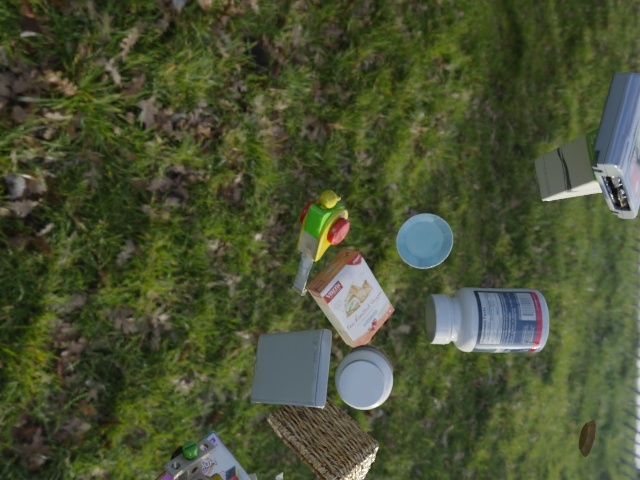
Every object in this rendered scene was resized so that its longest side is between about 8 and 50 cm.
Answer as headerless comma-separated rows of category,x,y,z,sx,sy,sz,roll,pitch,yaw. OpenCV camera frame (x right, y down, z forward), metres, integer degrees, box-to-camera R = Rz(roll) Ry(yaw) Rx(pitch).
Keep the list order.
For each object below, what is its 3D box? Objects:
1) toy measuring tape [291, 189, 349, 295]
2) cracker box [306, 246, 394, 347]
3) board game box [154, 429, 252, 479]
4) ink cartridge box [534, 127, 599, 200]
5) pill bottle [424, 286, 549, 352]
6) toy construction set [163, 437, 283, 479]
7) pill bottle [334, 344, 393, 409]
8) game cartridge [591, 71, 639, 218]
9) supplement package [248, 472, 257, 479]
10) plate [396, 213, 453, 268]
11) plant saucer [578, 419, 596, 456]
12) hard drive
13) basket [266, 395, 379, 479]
toy measuring tape,0.000,0.000,1.485,0.121,0.121,0.330,-55,165,-45
cracker box,0.084,0.155,1.591,0.156,0.067,0.232,-47,123,-20
board game box,-0.290,0.722,1.642,0.242,0.317,0.064,-37,178,-26
ink cartridge box,0.659,-0.182,1.392,0.273,0.198,0.115,149,-68,-76
pill bottle,0.269,0.130,0.993,0.108,0.180,0.108,-178,-90,-87
toy construction set,-0.237,0.593,1.429,0.308,0.257,0.237,-5,113,-22
pill bottle,0.093,0.290,1.278,0.216,0.121,0.121,31,72,-81
game cartridge,0.567,-0.175,1.110,0.294,0.060,0.196,27,75,-54
supplement package,-0.241,0.870,1.963,0.105,0.105,0.179,-104,-177,-64
plate,0.343,0.000,1.994,0.024,0.188,0.188,-93,-171,-76
plant saucer,0.589,0.436,1.334,0.083,0.015,0.084,16,90,-76
hard drive,-0.088,0.359,1.698,0.040,0.307,0.203,18,69,-35
basket,-0.017,0.632,1.815,0.223,0.299,0.214,-22,140,-46
